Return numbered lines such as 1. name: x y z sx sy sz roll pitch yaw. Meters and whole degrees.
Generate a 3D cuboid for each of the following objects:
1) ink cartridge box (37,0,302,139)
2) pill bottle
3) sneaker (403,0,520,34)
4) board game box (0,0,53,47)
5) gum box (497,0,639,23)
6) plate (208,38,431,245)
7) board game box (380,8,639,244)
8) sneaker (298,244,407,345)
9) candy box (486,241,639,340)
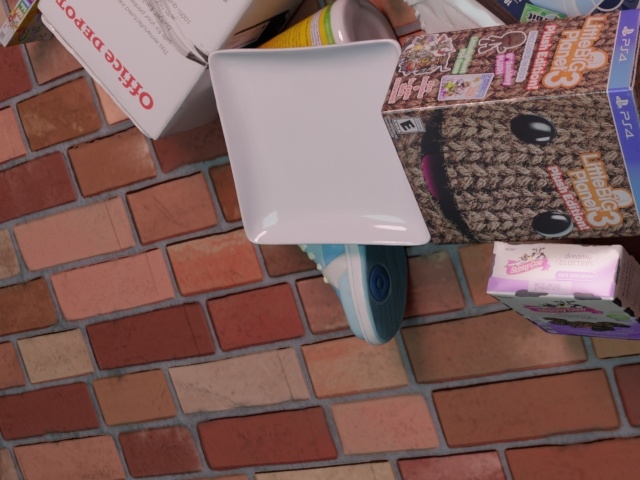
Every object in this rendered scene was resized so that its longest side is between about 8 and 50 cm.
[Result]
1. ink cartridge box: -0.186 -0.382 1.783 0.285 0.166 0.395 49 125 11
2. pill bottle: -0.022 -0.224 1.736 0.245 0.136 0.136 -24 91 34
3. sneaker: 0.150 -0.261 1.633 0.292 0.108 0.169 45 121 12
4. board game box: -0.433 -0.370 1.995 0.026 0.103 0.154 52 126 9
5. gum box: 0.312 -0.312 1.481 0.157 0.041 0.184 41 112 -8
6. plate: 0.005 -0.127 1.658 0.277 0.045 0.278 0 114 26
7. board game box: 0.252 -0.125 1.498 0.291 0.141 0.232 -3 136 25
8. sneaker: 0.000 0.000 1.812 0.208 0.127 0.319 -11 89 34
9. candy box: 0.322 0.064 1.564 0.165 0.196 0.070 2 73 34
